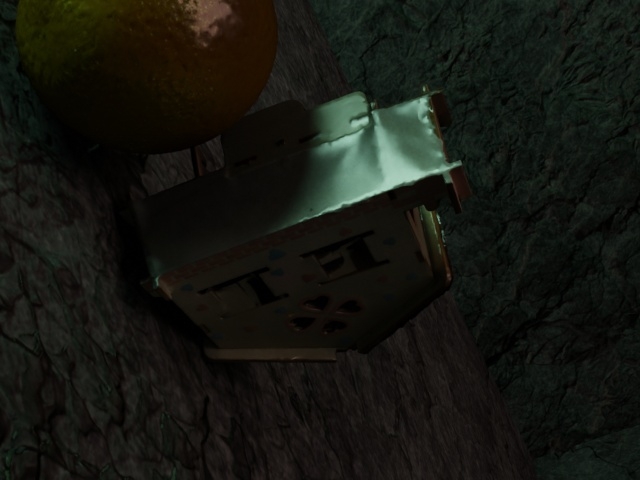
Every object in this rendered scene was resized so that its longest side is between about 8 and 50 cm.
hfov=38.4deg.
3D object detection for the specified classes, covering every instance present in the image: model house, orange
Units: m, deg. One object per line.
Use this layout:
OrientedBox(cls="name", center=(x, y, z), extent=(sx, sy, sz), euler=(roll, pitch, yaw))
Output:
OrientedBox(cls="model house", center=(0.000, 0.000, 0.923), extent=(0.244, 0.326, 0.169), euler=(59, 14, -48))
OrientedBox(cls="orange", center=(-0.153, -0.184, 0.828), extent=(0.236, 0.236, 0.236), euler=(59, 17, -30))
